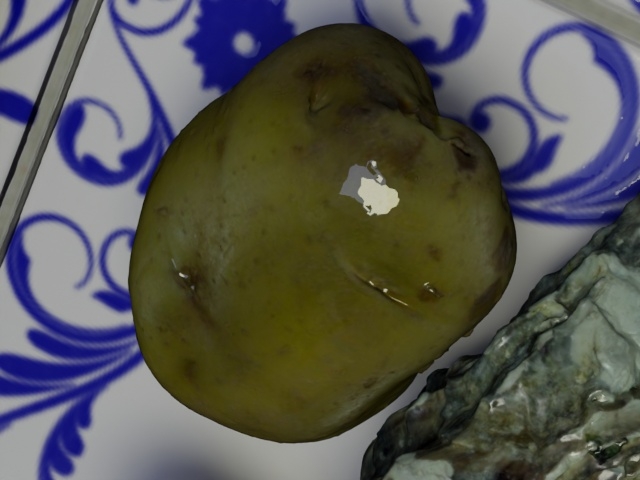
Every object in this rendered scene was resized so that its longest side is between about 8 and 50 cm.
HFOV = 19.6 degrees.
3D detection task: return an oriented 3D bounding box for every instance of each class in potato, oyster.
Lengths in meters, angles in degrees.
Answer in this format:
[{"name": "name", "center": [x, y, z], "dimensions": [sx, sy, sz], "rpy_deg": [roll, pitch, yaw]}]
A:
[{"name": "potato", "center": [-0.003, 0.001, 0.849], "dimensions": [0.200, 0.137, 0.154], "rpy_deg": [-51, 44, 34]}, {"name": "oyster", "center": [0.098, 0.083, 0.824], "dimensions": [0.252, 0.199, 0.087], "rpy_deg": [-31, 120, 24]}]
